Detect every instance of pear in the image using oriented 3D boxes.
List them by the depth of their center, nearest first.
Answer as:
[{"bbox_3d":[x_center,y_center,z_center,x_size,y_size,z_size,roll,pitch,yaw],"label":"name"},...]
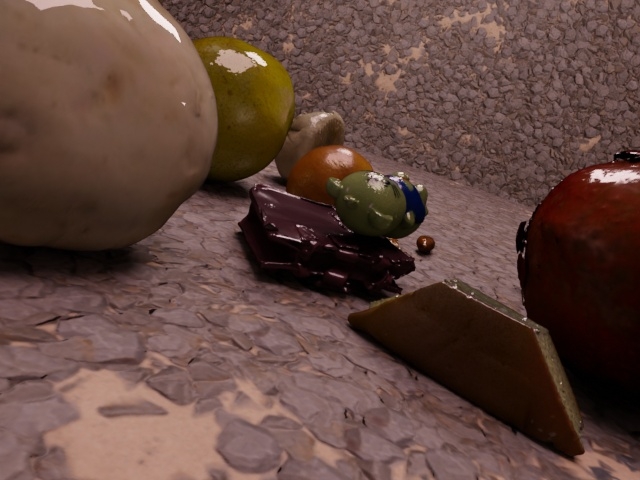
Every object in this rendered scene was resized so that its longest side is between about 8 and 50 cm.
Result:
[{"bbox_3d":[-0.196,-0.242,1.020,0.295,0.294,0.294,17,15,-5],"label":"pear"}]

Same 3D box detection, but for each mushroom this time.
[{"bbox_3d":[-0.295,-0.133,0.573,0.336,0.314,0.314,3,4,35],"label":"mushroom"}]

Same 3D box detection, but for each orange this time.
[{"bbox_3d":[0.021,-0.080,0.909,0.159,0.159,0.136,8,42,-32],"label":"orange"}]

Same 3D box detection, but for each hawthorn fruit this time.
[{"bbox_3d":[0.380,0.053,0.619,0.316,0.315,0.316,17,15,-5],"label":"hawthorn fruit"}]

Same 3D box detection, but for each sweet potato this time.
[{"bbox_3d":[0.202,0.007,1.035,0.034,0.034,0.095,23,6,18],"label":"sweet potato"}]

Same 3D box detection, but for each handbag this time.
[{"bbox_3d":[-0.001,0.003,0.741,0.203,0.073,0.216,12,18,-22],"label":"handbag"}]

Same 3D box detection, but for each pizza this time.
[{"bbox_3d":[0.126,-0.003,0.993,0.083,0.025,0.078,3,19,-46],"label":"pizza"}]

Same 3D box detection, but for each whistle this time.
[{"bbox_3d":[0.094,-0.049,0.739,0.105,0.085,0.227,39,22,27],"label":"whistle"}]

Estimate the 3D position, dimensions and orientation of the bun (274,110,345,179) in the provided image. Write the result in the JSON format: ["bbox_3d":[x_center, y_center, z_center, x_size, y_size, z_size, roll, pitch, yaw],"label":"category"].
[{"bbox_3d":[-0.032,-0.226,1.276,0.128,0.193,0.178,28,14,30],"label":"bun"}]

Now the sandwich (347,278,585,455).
[{"bbox_3d":[0.155,0.100,0.545,0.258,0.096,0.094,29,13,27],"label":"sandwich"}]
